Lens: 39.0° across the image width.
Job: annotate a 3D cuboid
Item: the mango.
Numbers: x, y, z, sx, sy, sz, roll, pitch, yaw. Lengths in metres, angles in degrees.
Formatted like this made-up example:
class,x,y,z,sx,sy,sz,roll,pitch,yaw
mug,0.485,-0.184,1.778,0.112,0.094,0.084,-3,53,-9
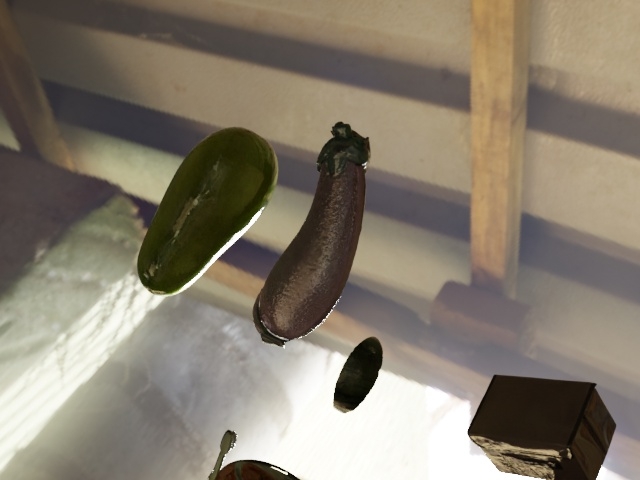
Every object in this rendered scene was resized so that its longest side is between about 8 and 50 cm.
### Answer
class,x,y,z,sx,sy,sz,roll,pitch,yaw
mango,-0.177,-0.043,1.383,0.143,0.293,0.175,36,-5,-20

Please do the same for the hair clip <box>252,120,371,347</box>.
class,x,y,z,sx,sy,sz,roll,pitch,yaw
hair clip,0.002,0.001,1.380,0.110,0.358,0.095,23,-3,-7

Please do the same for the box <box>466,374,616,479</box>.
class,x,y,z,sx,sy,sz,roll,pitch,yaw
box,0.482,0.409,1.956,0.252,0.188,0.153,-6,-52,43

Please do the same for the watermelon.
class,x,y,z,sx,sy,sz,roll,pitch,yaw
watermelon,0.087,0.295,1.918,0.075,0.181,0.092,28,1,24

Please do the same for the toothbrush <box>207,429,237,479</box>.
class,x,y,z,sx,sy,sz,roll,pitch,yaw
toothbrush,-0.219,0.503,1.813,0.026,0.028,0.294,32,-70,32

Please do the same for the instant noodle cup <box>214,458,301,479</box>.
class,x,y,z,sx,sy,sz,roll,pitch,yaw
instant noodle cup,-0.132,0.584,1.677,0.296,0.296,0.214,38,-70,2
